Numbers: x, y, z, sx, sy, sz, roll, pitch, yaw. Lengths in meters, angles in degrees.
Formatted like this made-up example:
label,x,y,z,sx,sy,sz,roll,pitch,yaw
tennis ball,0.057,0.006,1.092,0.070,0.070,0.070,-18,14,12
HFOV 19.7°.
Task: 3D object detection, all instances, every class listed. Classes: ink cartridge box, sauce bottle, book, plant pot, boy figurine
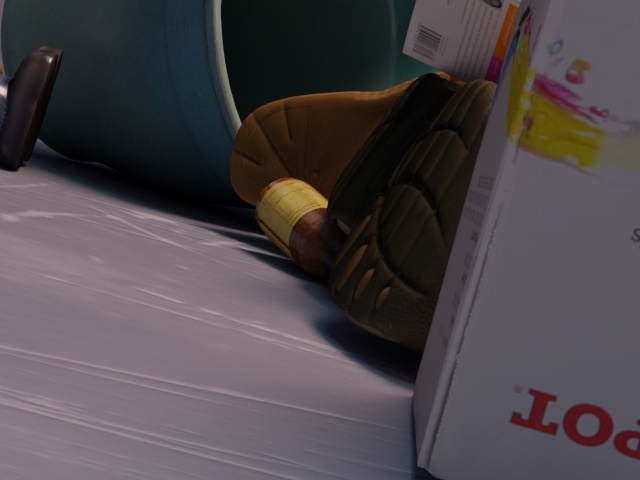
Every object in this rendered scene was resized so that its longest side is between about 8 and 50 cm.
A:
label,x,y,z,sx,sy,sz,roll,pitch,yaw
ink cartridge box,0.159,-0.038,0.611,0.198,0.270,0.197,16,3,1
sauce bottle,0.000,0.000,1.052,0.042,0.042,0.128,14,15,-26
book,0.115,-0.095,0.935,0.144,0.035,0.096,26,-26,6
plant pot,-0.086,-0.151,1.352,0.255,0.272,0.271,2,-5,37
boy figurine,-0.317,-0.126,1.215,0.285,0.092,0.177,19,7,-3

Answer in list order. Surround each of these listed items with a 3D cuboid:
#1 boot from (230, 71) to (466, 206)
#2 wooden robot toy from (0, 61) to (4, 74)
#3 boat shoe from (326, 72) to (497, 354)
label,x,y,z,sx,sy,sz,roll,pitch,yaw
boot,0.101,-0.030,1.170,0.262,0.095,0.203,-2,-16,33
wooden robot toy,-0.233,-0.109,1.590,0.173,0.076,0.079,17,-31,13
boat shoe,0.083,-0.004,0.895,0.120,0.122,0.324,38,11,-8
